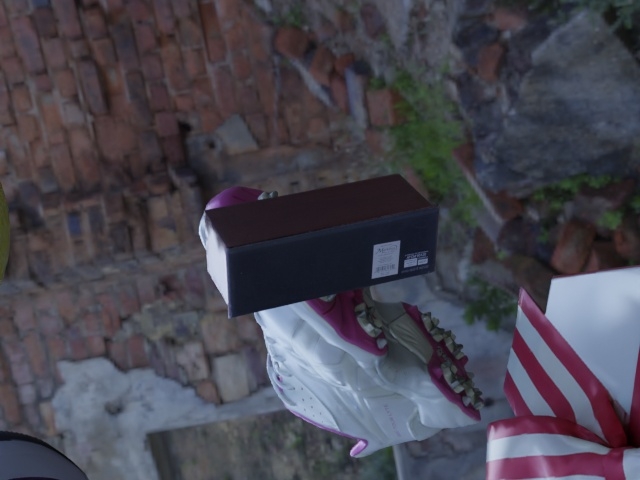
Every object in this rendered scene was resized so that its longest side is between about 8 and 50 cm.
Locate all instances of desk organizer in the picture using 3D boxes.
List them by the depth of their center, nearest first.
[{"bbox_3d":[0.000,0.000,0.557,0.050,0.130,0.047,-128,32,-53],"label":"desk organizer"}]

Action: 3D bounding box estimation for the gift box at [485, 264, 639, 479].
[{"bbox_3d":[0.243,0.121,0.497,0.255,0.258,0.276,-25,53,62],"label":"gift box"}]

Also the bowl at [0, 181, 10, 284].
[{"bbox_3d":[-0.399,-0.011,0.765,0.156,0.289,0.289,168,93,-69],"label":"bowl"}]

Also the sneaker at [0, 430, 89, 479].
[{"bbox_3d":[-0.087,0.173,0.377,0.223,0.083,0.098,50,-159,-36],"label":"sneaker"}]

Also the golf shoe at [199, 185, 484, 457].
[{"bbox_3d":[0.000,0.081,0.727,0.306,0.140,0.115,42,-155,-33],"label":"golf shoe"}]
